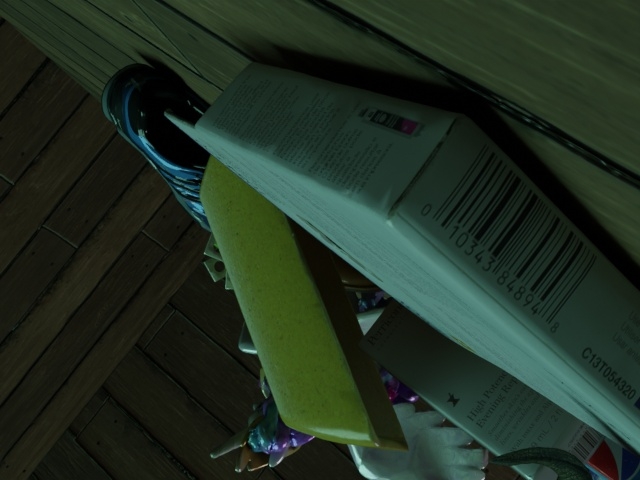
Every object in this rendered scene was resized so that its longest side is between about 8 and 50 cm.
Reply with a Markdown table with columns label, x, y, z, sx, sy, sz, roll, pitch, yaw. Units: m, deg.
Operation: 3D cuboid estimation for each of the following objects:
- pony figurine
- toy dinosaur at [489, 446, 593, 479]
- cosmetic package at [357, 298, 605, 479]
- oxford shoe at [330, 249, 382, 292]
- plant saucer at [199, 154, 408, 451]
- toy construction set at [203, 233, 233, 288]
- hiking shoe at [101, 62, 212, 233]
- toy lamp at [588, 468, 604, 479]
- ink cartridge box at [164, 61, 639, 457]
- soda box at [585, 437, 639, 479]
| label | x | y | z | sx | sy | sz | roll | pitch | yaw |
| --- | --- | --- | --- | --- | --- | --- | --- | --- | --- |
| pony figurine | 0.040 | 0.179 | 1.383 | 0.363 | 0.351 | 0.302 | -86 | -12 | -63 |
| toy dinosaur | 0.229 | 0.216 | 0.659 | 0.314 | 0.121 | 0.160 | 16 | 173 | -13 |
| cosmetic package | 0.155 | 0.123 | 0.949 | 0.231 | 0.117 | 0.085 | 33 | 173 | 41 |
| oxford shoe | 0.000 | 0.000 | 1.323 | 0.212 | 0.076 | 0.076 | 27 | 133 | 15 |
| plant saucer | -0.020 | 0.067 | 1.029 | 0.333 | 0.081 | 0.332 | 53 | -166 | -74 |
| toy construction set | -0.086 | 0.002 | 1.617 | 0.215 | 0.151 | 0.327 | 39 | -173 | -9 |
| hiking shoe | -0.129 | -0.079 | 1.199 | 0.304 | 0.113 | 0.132 | 40 | 176 | -25 |
| toy lamp | 0.221 | 0.168 | 1.162 | 0.275 | 0.080 | 0.080 | 35 | 175 | 12 |
| ink cartridge box | 0.084 | 0.013 | 0.654 | 0.324 | 0.071 | 0.330 | 38 | 178 | -30 |
| soda box | 0.280 | 0.192 | 0.958 | 0.210 | 0.067 | 0.071 | 35 | 175 | 32 |
